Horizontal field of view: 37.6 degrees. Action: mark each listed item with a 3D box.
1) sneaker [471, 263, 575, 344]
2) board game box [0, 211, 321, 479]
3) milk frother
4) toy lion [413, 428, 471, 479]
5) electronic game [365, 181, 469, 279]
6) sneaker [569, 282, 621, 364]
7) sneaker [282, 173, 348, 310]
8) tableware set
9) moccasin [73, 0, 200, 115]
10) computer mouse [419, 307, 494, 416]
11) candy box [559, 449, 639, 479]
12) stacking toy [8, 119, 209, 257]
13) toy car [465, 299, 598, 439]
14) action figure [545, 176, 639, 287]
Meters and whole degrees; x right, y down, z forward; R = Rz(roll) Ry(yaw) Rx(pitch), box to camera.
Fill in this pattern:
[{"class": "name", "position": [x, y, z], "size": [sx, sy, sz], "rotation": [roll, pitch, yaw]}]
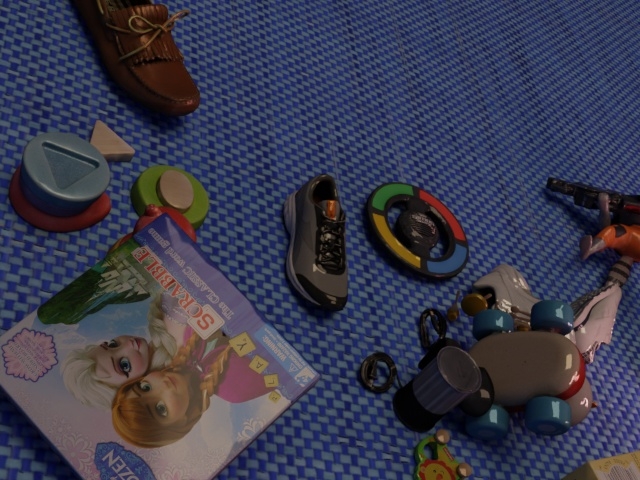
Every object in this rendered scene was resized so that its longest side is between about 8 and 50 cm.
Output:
[{"class": "sneaker", "position": [0.370, 0.146, 1.754], "size": [0.115, 0.090, 0.232], "rotation": [-22, 47, -30]}, {"class": "board game box", "position": [-0.220, 0.173, 1.234], "size": [0.319, 0.066, 0.318], "rotation": [45, 65, 8]}, {"class": "milk frother", "position": [0.156, 0.217, 1.500], "size": [0.143, 0.134, 0.129], "rotation": [12, 47, -27]}, {"class": "toy lion", "position": [0.182, 0.358, 1.473], "size": [0.096, 0.034, 0.100], "rotation": [-17, 64, -35]}, {"class": "electronic game", "position": [0.187, -0.021, 1.805], "size": [0.229, 0.048, 0.229], "rotation": [19, 44, -20]}, {"class": "sneaker", "position": [0.549, 0.162, 1.884], "size": [0.235, 0.090, 0.095], "rotation": [-32, 88, -44]}, {"class": "sneaker", "position": [0.000, 0.000, 1.608], "size": [0.100, 0.108, 0.271], "rotation": [12, 48, -29]}, {"class": "tableware set", "position": [0.306, 0.148, 1.706], "size": [0.154, 0.104, 0.024], "rotation": [17, 28, 6]}, {"class": "moccasin", "position": [-0.324, -0.381, 1.689], "size": [0.139, 0.147, 0.380], "rotation": [-7, 58, -39]}, {"class": "computer mouse", "position": [0.222, 0.198, 1.586], "size": [0.041, 0.071, 0.242], "rotation": [43, 12, -43]}, {"class": "candy box", "position": [0.498, 0.413, 1.530], "size": [0.316, 0.183, 0.087], "rotation": [0, 54, -35]}, {"class": "stacking toy", "position": [-0.296, -0.088, 1.457], "size": [0.309, 0.130, 0.279], "rotation": [34, 41, -5]}, {"class": "toy car", "position": [0.379, 0.259, 1.625], "size": [0.238, 0.210, 0.219], "rotation": [43, 45, -41]}, {"class": "action figure", "position": [0.649, -0.015, 2.093], "size": [0.341, 0.178, 0.330], "rotation": [18, 30, 18]}]
